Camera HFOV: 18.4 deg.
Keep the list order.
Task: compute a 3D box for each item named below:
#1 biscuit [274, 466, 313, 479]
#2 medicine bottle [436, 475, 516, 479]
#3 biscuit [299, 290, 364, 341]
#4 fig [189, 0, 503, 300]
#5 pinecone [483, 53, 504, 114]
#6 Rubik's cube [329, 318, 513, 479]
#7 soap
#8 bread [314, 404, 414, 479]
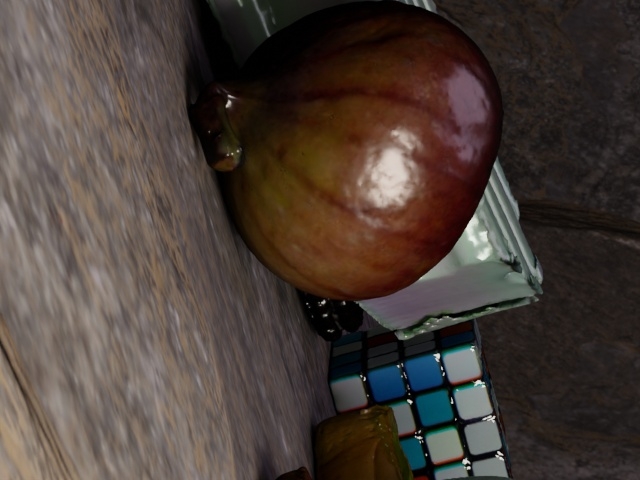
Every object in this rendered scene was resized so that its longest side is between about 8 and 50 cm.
[{"bbox_3d":[0.005,0.242,1.305,0.192,0.049,0.192,167,-90,-90],"label":"biscuit"},{"bbox_3d":[0.106,0.347,1.470,0.158,0.158,0.318,-38,116,-84],"label":"medicine bottle"},{"bbox_3d":[0.000,0.000,1.847,0.194,0.053,0.194,-15,90,-84],"label":"biscuit"},{"bbox_3d":[0.022,-0.076,1.457,0.214,0.235,0.235,38,11,-5],"label":"fig"},{"bbox_3d":[0.110,-0.120,2.429,0.244,0.244,0.309,-98,-178,-50],"label":"pinecone"},{"bbox_3d":[0.099,0.167,1.947,0.154,0.151,0.155,-84,160,-78],"label":"Rubik's cube"},{"bbox_3d":[0.045,-0.119,1.707,0.261,0.156,0.446,-80,146,-70],"label":"soap"},{"bbox_3d":[0.052,0.251,1.659,0.236,0.070,0.236,-13,90,-85],"label":"bread"}]
